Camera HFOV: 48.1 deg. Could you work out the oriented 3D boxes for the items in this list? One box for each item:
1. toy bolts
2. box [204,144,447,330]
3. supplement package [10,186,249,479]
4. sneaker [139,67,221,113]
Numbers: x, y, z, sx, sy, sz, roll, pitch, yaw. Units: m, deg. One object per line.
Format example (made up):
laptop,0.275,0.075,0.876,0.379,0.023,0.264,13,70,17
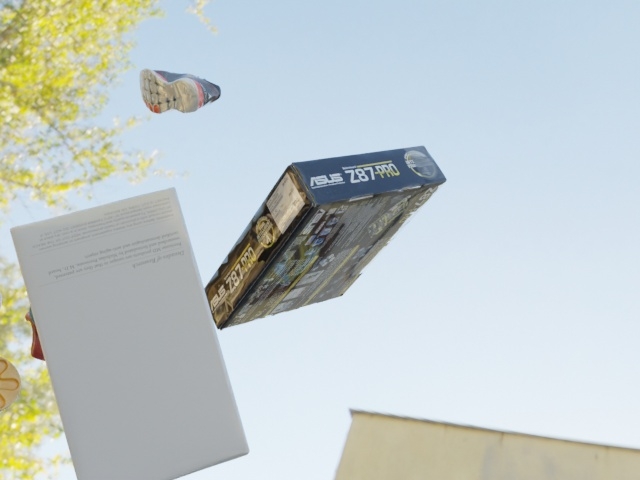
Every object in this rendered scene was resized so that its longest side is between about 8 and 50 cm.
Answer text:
toy bolts,-0.474,0.137,1.118,0.228,0.218,0.158,-4,-34,-40
box,0.000,0.000,1.289,0.097,0.318,0.395,61,-42,22
supplement package,-0.208,0.114,0.806,0.175,0.293,0.177,-16,-4,-13
sneaker,-0.198,-0.209,1.011,0.157,0.064,0.061,24,-58,41
